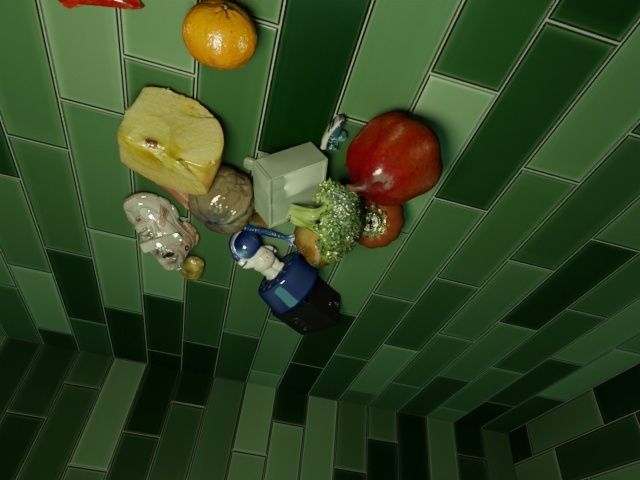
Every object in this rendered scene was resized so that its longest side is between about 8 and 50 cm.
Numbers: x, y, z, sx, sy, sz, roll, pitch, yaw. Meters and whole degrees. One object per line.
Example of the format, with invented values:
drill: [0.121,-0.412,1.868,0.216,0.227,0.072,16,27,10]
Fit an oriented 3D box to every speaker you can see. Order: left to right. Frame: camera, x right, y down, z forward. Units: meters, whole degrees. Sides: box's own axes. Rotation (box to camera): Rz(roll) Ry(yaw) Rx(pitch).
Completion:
speaker: [-0.065,0.302,2.099,0.232,0.184,0.254,-23,132,30]

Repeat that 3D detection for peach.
peach: [0.000,0.000,1.713,0.214,0.235,0.214,7,131,8]

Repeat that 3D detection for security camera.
security camera: [-0.229,-0.270,1.581,0.092,0.058,0.058,25,137,-3]

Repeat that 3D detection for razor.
razor: [-0.213,-0.027,1.806,0.324,0.056,0.093,17,98,-27]

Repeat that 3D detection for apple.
apple: [-0.466,-0.296,1.409,0.309,0.252,0.314,24,110,-14]

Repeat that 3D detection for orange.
orange: [-0.263,-0.543,1.165,0.194,0.193,0.161,11,135,-4]

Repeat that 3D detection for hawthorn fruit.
hawthorn fruit: [0.225,-0.244,1.353,0.295,0.311,0.294,10,123,16]

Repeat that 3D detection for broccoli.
broccoli: [0.038,-0.070,1.474,0.235,0.260,0.287,-8,116,-38]

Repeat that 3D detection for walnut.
walnut: [-0.345,-0.148,1.594,0.249,0.248,0.248,4,139,3]

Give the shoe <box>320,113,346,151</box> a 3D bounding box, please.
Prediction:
shoe: [0.051,-0.345,1.440,0.071,0.063,0.143,18,140,-12]

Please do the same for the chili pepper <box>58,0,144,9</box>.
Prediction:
chili pepper: [-0.615,-0.652,1.183,0.272,0.071,0.063,2,100,-3]

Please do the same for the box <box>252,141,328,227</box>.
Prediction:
box: [-0.107,-0.192,1.521,0.225,0.117,0.225,-24,146,-24]

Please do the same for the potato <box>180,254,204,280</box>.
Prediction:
potato: [-0.596,0.130,2.053,0.107,0.080,0.170,14,138,-26]

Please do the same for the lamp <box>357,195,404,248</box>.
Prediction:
lamp: [0.196,-0.080,1.622,0.223,0.196,0.223,2,101,13]

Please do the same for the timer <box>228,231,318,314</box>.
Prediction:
timer: [-0.226,0.101,1.870,0.383,0.270,0.270,43,128,-19]

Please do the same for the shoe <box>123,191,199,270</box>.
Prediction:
shoe: [-0.646,-0.034,1.783,0.172,0.198,0.351,-24,132,28]

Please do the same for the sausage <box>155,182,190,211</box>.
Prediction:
sausage: [-0.511,-0.179,1.679,0.094,0.094,0.419,21,161,51]

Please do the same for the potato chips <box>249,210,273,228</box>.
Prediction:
potato chips: [-0.259,-0.092,1.771,0.202,0.049,0.150,1,160,8]
